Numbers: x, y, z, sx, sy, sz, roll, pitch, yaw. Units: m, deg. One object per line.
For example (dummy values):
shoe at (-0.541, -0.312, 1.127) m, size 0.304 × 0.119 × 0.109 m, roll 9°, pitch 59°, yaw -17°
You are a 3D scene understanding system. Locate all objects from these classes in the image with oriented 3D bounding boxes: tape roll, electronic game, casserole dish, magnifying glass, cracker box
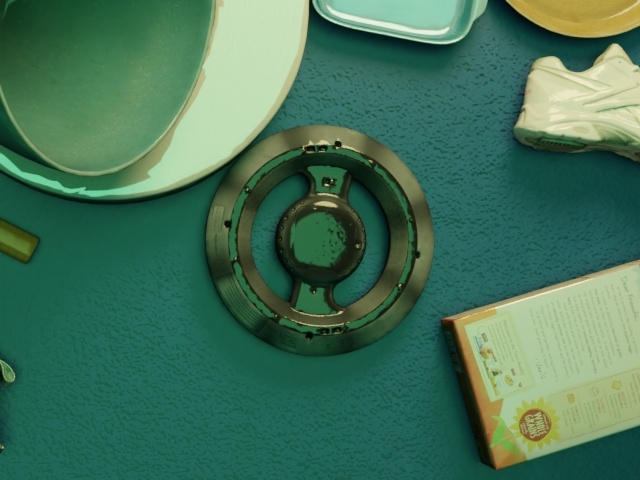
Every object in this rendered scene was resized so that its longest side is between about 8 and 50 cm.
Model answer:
tape roll at (-0.204, -0.229, 1.438) m, size 0.392 × 0.072 × 0.392 m, roll 0°, pitch 87°, yaw -8°
electronic game at (0.000, 0.000, 1.465) m, size 0.229 × 0.048 × 0.229 m, roll 0°, pitch 88°, yaw -9°
casserole dish at (0.075, -0.259, 1.493) m, size 0.188 × 0.037 × 0.114 m, roll 10°, pitch 86°, yaw -6°
magnifying glass at (-0.379, -0.042, 1.416) m, size 0.231 × 0.026 × 0.092 m, roll 28°, pitch 79°, yaw -11°
cracker box at (0.255, 0.121, 1.484) m, size 0.232 × 0.067 × 0.156 m, roll -16°, pitch 90°, yaw -7°

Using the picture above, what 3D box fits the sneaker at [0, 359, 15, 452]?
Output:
sneaker at (-0.376, 0.177, 1.368) m, size 0.153 × 0.094 × 0.235 m, roll 38°, pitch 57°, yaw -8°

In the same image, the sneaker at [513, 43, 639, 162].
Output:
sneaker at (0.315, -0.140, 1.495) m, size 0.232 × 0.090 × 0.115 m, roll 8°, pitch 83°, yaw -8°

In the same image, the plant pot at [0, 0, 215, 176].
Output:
plant pot at (-0.253, -0.215, 1.282) m, size 0.195 × 0.290 × 0.290 m, roll 14°, pitch 85°, yaw 30°

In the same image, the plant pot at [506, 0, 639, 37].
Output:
plant pot at (0.270, -0.323, 1.524) m, size 0.236 × 0.032 × 0.236 m, roll 0°, pitch 86°, yaw -8°
